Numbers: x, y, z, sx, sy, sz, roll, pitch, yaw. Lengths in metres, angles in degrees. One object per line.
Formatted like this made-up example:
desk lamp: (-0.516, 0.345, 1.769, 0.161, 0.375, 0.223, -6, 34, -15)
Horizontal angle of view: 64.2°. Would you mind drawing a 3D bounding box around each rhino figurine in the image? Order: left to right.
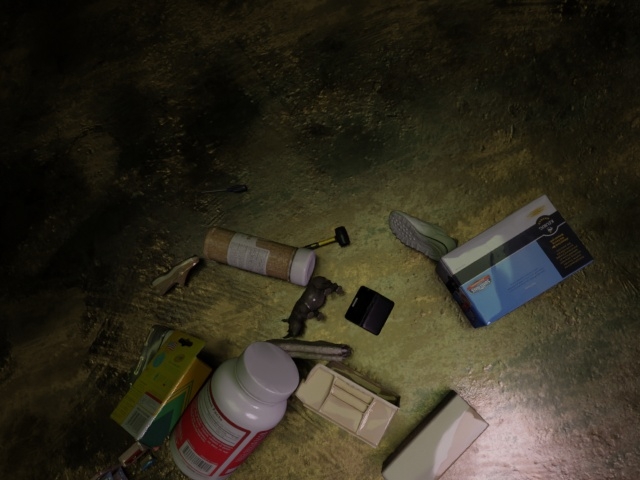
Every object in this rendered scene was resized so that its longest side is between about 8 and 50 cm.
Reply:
rhino figurine: (-0.041, 0.216, 1.621, 0.243, 0.073, 0.106, -52, 40, -3)

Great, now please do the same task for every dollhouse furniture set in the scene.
dollhouse furniture set: (-0.592, 0.729, 1.573, 0.184, 0.129, 0.129, -42, 75, -2)

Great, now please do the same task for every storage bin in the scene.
storage bin: (0.085, 0.449, 1.462, 0.260, 0.262, 0.123, 27, 86, 13)

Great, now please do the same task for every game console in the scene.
game console: (0.156, 0.223, 1.628, 0.107, 0.071, 0.122, 23, 80, 43)

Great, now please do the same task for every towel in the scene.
towel: (-0.053, 0.328, 1.547, 0.282, 0.187, 0.049, 2, 82, 9)

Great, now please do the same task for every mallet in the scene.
mallet: (0.000, 0.000, 1.689, 0.190, 0.039, 0.062, -12, 78, 10)

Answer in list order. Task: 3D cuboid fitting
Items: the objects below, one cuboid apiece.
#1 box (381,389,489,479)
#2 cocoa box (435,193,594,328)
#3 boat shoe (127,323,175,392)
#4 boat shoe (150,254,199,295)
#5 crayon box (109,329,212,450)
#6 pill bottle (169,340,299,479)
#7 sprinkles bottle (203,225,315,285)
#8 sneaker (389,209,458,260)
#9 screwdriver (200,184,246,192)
box: (0.322, 0.585, 1.457, 0.121, 0.148, 0.311, 44, 89, 14)
cocoa box: (0.546, 0.072, 1.486, 0.347, 0.231, 0.228, -32, 76, 1)
boat shoe: (-0.562, 0.422, 1.649, 0.091, 0.109, 0.305, 20, 76, 13)
boat shoe: (-0.479, 0.122, 1.726, 0.190, 0.068, 0.072, -33, 87, 11)
crayon box: (-0.460, 0.433, 1.522, 0.202, 0.081, 0.318, 7, 56, 47)
pill bottle: (-0.241, 0.481, 1.444, 0.229, 0.229, 0.407, 45, 115, 15)
sprinkles bottle: (-0.199, 0.048, 1.662, 0.355, 0.121, 0.121, 14, 80, 11)
sneaker: (0.323, -0.028, 1.627, 0.235, 0.090, 0.095, 39, 56, 22)
screwdriver: (-0.339, -0.177, 1.790, 0.170, 0.025, 0.024, -6, 78, 16)
